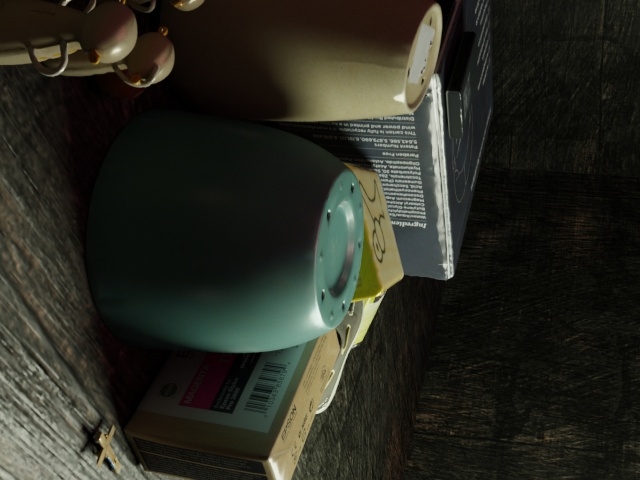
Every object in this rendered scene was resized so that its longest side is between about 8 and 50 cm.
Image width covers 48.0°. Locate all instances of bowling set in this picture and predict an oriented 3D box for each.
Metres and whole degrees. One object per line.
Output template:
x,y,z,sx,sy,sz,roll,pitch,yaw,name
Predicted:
-0.164,-0.216,0.649,0.200,0.154,0.286,62,38,-59,bowling set

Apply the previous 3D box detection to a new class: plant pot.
-0.083,-0.002,0.838,0.293,0.235,0.292,6,90,-73,plant pot
-0.005,-0.246,0.860,0.256,0.274,0.256,-54,154,-42,plant pot

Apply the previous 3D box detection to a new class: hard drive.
0.214,-0.233,1.075,0.094,0.022,0.135,72,31,-50,hard drive

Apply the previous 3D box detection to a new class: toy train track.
-0.239,0.236,0.800,0.083,0.014,0.048,85,13,-47,toy train track

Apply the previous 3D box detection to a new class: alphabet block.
0.000,0.000,1.071,0.197,0.194,0.192,-8,83,-75,alphabet block

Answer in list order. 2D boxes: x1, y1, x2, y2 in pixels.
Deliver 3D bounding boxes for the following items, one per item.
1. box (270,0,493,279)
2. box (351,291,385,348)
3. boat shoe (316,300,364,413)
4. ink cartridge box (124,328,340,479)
0.140,-0.266,1.324,0.471,0.298,0.479,72,31,-47,box
0.091,0.126,1.543,0.087,0.058,0.232,-13,131,-58,box
0.012,0.179,1.388,0.091,0.109,0.304,65,39,-66,boat shoe
-0.102,0.185,0.907,0.234,0.193,0.088,-66,152,-45,ink cartridge box
